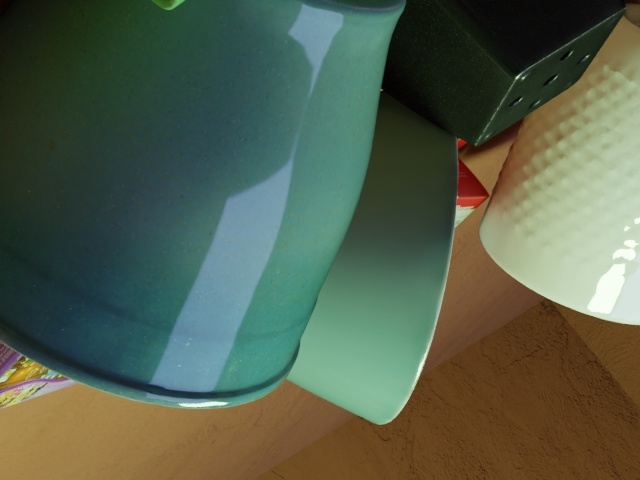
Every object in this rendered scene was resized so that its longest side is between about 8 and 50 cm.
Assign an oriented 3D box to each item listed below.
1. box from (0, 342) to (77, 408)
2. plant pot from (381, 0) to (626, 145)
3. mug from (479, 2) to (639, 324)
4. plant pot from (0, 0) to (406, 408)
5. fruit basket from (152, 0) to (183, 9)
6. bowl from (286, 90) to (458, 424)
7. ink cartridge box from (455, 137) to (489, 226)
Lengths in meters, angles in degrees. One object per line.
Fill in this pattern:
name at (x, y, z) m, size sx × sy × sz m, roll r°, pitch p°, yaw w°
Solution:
box at (-0.205, 0.061, 1.637) m, size 0.201 × 0.057 × 0.293 m, roll -44°, pitch 167°, yaw 26°
plant pot at (0.138, -0.193, 1.459) m, size 0.188 × 0.167 × 0.187 m, roll -31°, pitch 165°, yaw -25°
mug at (0.378, -0.128, 2.186) m, size 0.374 × 0.276 × 0.328 m, roll -86°, pitch -166°, yaw -65°
plant pot at (-0.081, -0.082, 1.063) m, size 0.271 × 0.271 × 0.255 m, roll -18°, pitch 142°, yaw -58°
fruit basket at (-0.137, -0.213, 0.747) m, size 0.353 × 0.165 × 0.327 m, roll -15°, pitch 157°, yaw -25°
bowl at (0.000, 0.000, 1.579) m, size 0.163 × 0.312 × 0.311 m, roll 9°, pitch 152°, yaw -11°
ink cartridge box at (0.117, -0.037, 2.150) m, size 0.231 × 0.078 × 0.134 m, roll -43°, pitch 167°, yaw 19°
